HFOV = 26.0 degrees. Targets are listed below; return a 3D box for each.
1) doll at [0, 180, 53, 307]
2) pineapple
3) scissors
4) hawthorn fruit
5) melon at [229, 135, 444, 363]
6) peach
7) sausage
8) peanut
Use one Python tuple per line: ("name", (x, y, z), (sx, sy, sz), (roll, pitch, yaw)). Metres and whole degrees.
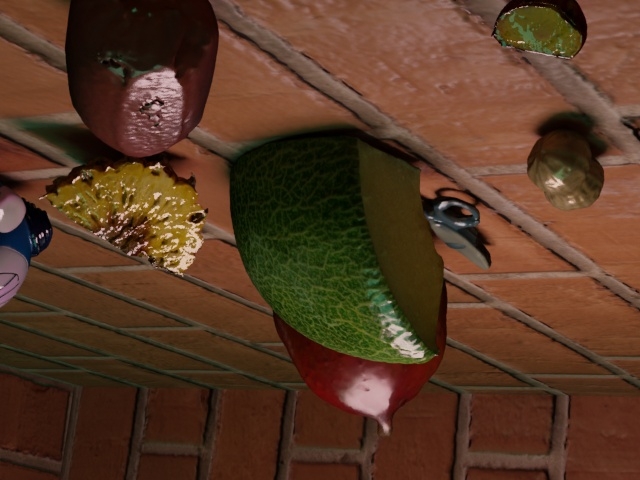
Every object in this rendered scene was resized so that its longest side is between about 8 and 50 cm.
("doll", (-0.541, -0.005, 2.034), (0.284, 0.240, 0.310), (-18, 152, -11))
("pineapple", (-0.259, -0.077, 1.922), (0.249, 0.140, 0.164), (33, -164, -28))
("scissors", (0.198, -0.012, 2.034), (0.138, 0.041, 0.289), (0, 160, 27))
("hawthorn fruit", (0.060, 0.110, 2.072), (0.295, 0.311, 0.295), (2, 133, 2))
("melon", (0.000, 0.000, 1.878), (0.343, 0.226, 0.331), (-8, 120, 43))
("peach", (0.206, -0.202, 1.286), (0.077, 0.050, 0.083), (41, 141, -24))
("sausage", (-0.175, -0.180, 1.356), (0.152, 0.152, 0.280), (8, 162, -6))
("peanut", (0.296, -0.080, 1.665), (0.082, 0.082, 0.187), (0, 165, 23))
